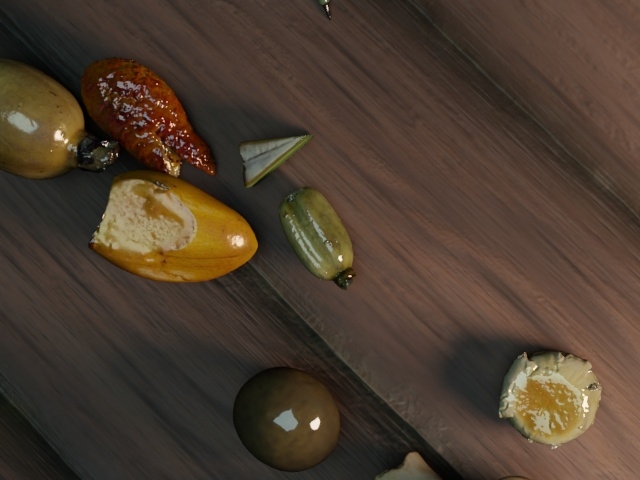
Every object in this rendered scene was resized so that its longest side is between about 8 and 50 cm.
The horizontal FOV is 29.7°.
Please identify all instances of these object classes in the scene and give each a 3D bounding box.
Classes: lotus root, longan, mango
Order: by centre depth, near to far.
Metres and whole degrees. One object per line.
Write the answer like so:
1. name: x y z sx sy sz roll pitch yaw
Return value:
1. lotus root: 0.000 0.000 1.962 0.090 0.077 0.183 -35 85 22
2. longan: -0.056 0.300 1.981 0.185 0.159 0.204 22 141 26
3. mango: -0.233 -0.011 1.984 0.257 0.138 0.187 21 114 -4
4. lotus root: -0.473 -0.187 1.999 0.310 0.183 0.183 27 102 10

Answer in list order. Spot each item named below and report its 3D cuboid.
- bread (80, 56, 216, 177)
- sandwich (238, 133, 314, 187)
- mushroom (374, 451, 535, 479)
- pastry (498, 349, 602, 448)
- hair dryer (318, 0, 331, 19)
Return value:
1. bread: -0.290 -0.191 2.002 0.139 0.095 0.269 -36 92 23
2. sandwich: -0.067 -0.130 1.965 0.116 0.074 0.074 -6 94 13
3. mushroom: 0.223 0.448 1.898 0.292 0.292 0.290 -48 56 14
4. pastry: 0.361 0.247 1.902 0.165 0.088 0.166 1 96 13
5. hair dryer: -0.009 -0.421 1.925 0.047 0.071 0.150 -11 110 16
